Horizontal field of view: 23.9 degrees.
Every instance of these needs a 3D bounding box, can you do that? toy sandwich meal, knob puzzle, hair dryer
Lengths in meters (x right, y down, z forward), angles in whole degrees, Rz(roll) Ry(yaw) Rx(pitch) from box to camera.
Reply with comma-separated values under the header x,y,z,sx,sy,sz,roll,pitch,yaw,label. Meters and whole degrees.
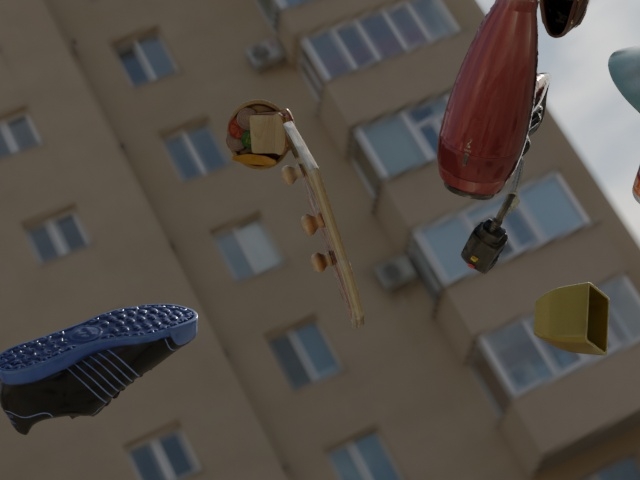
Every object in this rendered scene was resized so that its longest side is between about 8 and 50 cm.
x,y,z,sx,sy,sz,roll,pitch,yaw,label
-0.067,-0.114,1.644,0.085,0.085,0.029,-39,-5,22,toy sandwich meal
0.000,0.000,1.421,0.030,0.213,0.213,-19,-25,-3,knob puzzle
0.167,-0.127,1.436,0.080,0.223,0.293,14,-30,10,hair dryer

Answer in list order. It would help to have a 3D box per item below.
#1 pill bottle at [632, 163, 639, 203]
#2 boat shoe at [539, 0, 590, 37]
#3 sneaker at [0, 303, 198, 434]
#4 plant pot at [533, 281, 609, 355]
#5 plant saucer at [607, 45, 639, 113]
x,y,z,sx,sy,sz,roll,pitch,yaw,label
0.444,-0.112,1.861,0.086,0.086,0.152,-12,-52,-33,pill bottle
0.321,-0.362,1.971,0.073,0.073,0.207,-49,-38,-40,boat shoe
-0.241,0.140,1.658,0.232,0.081,0.090,-16,-62,-21,sneaker
0.330,0.106,2.011,0.083,0.081,0.081,-4,-20,31,plant pot
0.401,-0.159,1.620,0.195,0.195,0.037,-5,-43,-42,plant saucer
